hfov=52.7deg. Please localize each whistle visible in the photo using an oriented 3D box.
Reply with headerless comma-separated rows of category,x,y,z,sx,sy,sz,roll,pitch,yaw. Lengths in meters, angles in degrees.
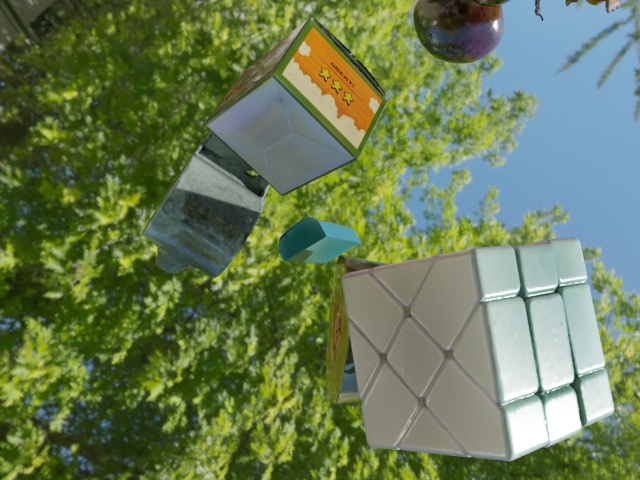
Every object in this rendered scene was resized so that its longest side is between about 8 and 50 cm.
whistle,-0.189,-0.107,1.260,0.404,0.168,0.188,-58,-165,-7

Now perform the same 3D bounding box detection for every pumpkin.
pumpkin,0.124,0.202,1.417,0.199,0.332,0.332,7,-139,-3

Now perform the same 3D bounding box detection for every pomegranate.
pomegranate,0.424,-0.723,2.034,0.291,0.291,0.323,-17,-112,12

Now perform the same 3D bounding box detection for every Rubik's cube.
Rubik's cube,0.268,0.180,1.132,0.316,0.321,0.319,-5,173,-40

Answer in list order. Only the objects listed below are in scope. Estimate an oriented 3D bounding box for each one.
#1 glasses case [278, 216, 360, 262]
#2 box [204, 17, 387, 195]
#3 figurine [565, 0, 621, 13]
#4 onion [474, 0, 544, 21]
glasses case,-0.002,0.000,1.535,0.117,0.301,0.070,-31,-100,13
box,-0.037,-0.199,0.994,0.195,0.177,0.148,-21,-146,49
figurine,0.312,-0.357,0.782,0.121,0.122,0.176,-46,-149,8
onion,0.488,-0.682,1.583,0.273,0.285,0.273,-47,-176,4
